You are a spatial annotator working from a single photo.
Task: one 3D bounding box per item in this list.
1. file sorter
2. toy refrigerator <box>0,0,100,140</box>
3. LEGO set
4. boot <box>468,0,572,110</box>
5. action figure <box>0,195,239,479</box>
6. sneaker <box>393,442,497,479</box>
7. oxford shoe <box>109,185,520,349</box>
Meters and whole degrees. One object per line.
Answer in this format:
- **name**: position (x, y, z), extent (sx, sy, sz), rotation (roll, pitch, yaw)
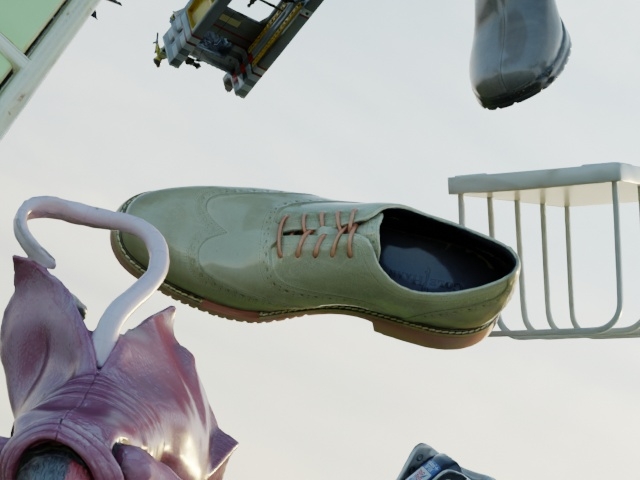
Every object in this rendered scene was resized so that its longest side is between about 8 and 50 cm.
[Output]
- **file sorter**: position (0.287, 0.017, 2.024), extent (0.193, 0.173, 0.278), rotation (-5, -5, 32)
- **toy refrigerator**: position (-0.189, -0.105, 0.958), extent (0.102, 0.269, 0.094), rotation (44, -62, -13)
- **LEGO set**: position (-0.153, -0.291, 1.939), extent (0.331, 0.255, 0.192), rotation (17, -54, -39)
- **boot**: position (0.176, -0.310, 2.054), extent (0.118, 0.338, 0.222), rotation (-20, -55, 22)
- **action figure**: position (-0.154, 0.143, 1.398), extent (0.248, 0.275, 0.370), rotation (8, 12, 1)
- **sneaker**: position (0.052, 0.282, 1.899), extent (0.282, 0.153, 0.099), rotation (5, 13, -23)
- **oxford shoe**: position (0.000, 0.000, 1.836), extent (0.397, 0.140, 0.146), rotation (8, -25, -11)
